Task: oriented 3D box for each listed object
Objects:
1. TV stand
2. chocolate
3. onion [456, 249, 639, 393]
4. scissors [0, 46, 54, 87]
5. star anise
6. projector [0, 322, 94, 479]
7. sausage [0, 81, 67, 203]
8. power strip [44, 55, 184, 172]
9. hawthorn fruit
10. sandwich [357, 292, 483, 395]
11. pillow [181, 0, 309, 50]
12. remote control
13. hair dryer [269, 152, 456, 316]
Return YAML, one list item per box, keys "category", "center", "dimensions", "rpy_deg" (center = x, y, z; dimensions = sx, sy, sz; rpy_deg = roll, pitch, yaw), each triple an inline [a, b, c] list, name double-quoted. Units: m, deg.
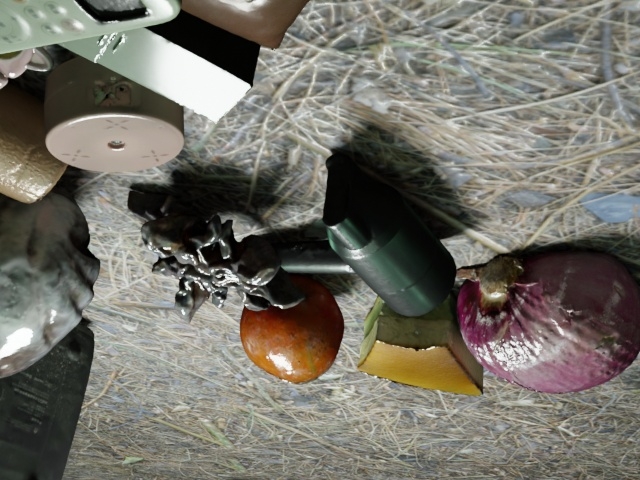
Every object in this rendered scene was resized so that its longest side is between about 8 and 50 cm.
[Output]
- category: "TV stand"
  center: [-0.191, -0.219, 0.800]
  dimensions: [0.270, 0.088, 0.083]
  rpy_deg: [23, 147, -25]
- category: "chocolate"
  center: [-0.411, 0.013, 1.116]
  dimensions: [0.213, 0.303, 0.303]
  rpy_deg: [-27, 138, 21]
- category: "onion"
  center: [0.368, 0.156, 1.242]
  dimensions: [0.349, 0.159, 0.267]
  rpy_deg: [30, 147, -31]
- category: "scissors"
  center: [-0.402, -0.261, 0.807]
  dimensions: [0.160, 0.024, 0.317]
  rpy_deg: [-31, 128, 10]
- category: "star anise"
  center: [-0.152, 0.025, 1.148]
  dimensions: [0.283, 0.129, 0.212]
  rpy_deg: [27, 151, -2]
- category: "projector"
  center: [-0.631, 0.272, 1.450]
  dimensions: [0.242, 0.405, 0.395]
  rpy_deg: [-18, 140, 36]
- category: "sausage"
  center: [-0.416, -0.146, 0.950]
  dimensions: [0.253, 0.123, 0.123]
  rpy_deg: [30, 144, -33]
- category: "power strip"
  center: [-0.226, -0.139, 0.924]
  dimensions: [0.154, 0.078, 0.154]
  rpy_deg: [-5, 160, -2]
- category: "hawthorn fruit"
  center: [-0.047, 0.131, 1.300]
  dimensions: [0.173, 0.172, 0.173]
  rpy_deg: [6, 150, 4]
- category: "sandwich"
  center: [0.186, 0.163, 1.346]
  dimensions: [0.220, 0.108, 0.186]
  rpy_deg: [13, 151, -5]
- category: "pillow"
  center: [-0.104, -0.292, 0.626]
  dimensions: [0.306, 0.108, 0.308]
  rpy_deg: [21, 149, -19]
- category: "remote control"
  center: [-0.257, -0.202, 0.712]
  dimensions: [0.310, 0.038, 0.090]
  rpy_deg: [-2, 150, 25]
- category: "hair dryer"
  center: [0.000, 0.000, 1.133]
  dimensions: [0.303, 0.116, 0.244]
  rpy_deg: [-4, 146, 35]
